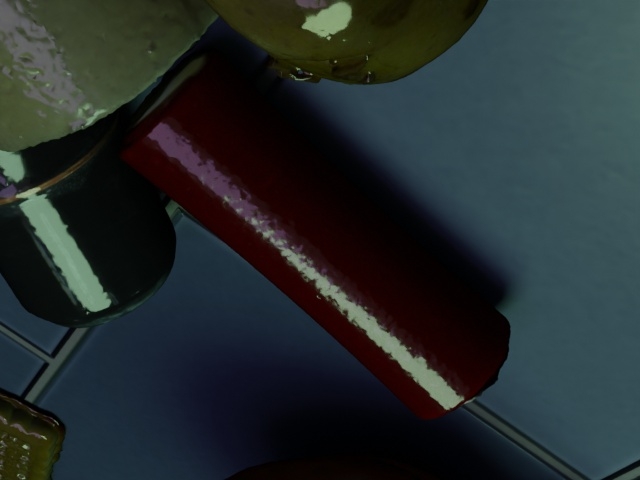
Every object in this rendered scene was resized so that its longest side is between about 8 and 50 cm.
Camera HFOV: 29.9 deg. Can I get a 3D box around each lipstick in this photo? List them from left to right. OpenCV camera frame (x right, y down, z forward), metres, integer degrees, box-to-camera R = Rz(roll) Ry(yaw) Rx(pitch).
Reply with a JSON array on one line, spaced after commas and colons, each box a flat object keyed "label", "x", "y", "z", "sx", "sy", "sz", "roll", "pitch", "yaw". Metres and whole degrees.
[{"label": "lipstick", "x": 0.000, "y": 0.000, "z": 0.657, "sx": 0.241, "sy": 0.080, "sz": 0.080, "roll": 43, "pitch": 137, "yaw": -16}]

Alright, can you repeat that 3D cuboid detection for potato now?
[{"label": "potato", "x": 0.002, "y": -0.141, "z": 0.474, "sx": 0.137, "sy": 0.137, "sz": 0.176, "roll": -23, "pitch": 128, "yaw": 42}]

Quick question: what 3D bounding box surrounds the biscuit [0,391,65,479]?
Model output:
[{"label": "biscuit", "x": -0.320, "y": 0.193, "z": 1.069, "sx": 0.172, "sy": 0.029, "sz": 0.254, "roll": 27, "pitch": 139, "yaw": 3}]

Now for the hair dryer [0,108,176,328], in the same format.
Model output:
[{"label": "hair dryer", "x": -0.258, "y": -0.054, "z": 0.746, "sx": 0.352, "sy": 0.107, "sz": 0.189, "roll": 6, "pitch": 134, "yaw": 35}]

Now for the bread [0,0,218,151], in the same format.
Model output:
[{"label": "bread", "x": -0.124, "y": -0.134, "z": 0.527, "sx": 0.134, "sy": 0.148, "sz": 0.141, "roll": -5, "pitch": 126, "yaw": 51}]

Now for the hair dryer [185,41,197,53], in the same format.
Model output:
[{"label": "hair dryer", "x": -0.106, "y": -0.125, "z": 0.628, "sx": 0.047, "sy": 0.026, "sz": 0.083, "roll": -21, "pitch": 116, "yaw": 40}]

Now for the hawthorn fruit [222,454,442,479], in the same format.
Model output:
[{"label": "hawthorn fruit", "x": 0.037, "y": 0.263, "z": 0.789, "sx": 0.307, "sy": 0.276, "sz": 0.276, "roll": -22, "pitch": 120, "yaw": 25}]
